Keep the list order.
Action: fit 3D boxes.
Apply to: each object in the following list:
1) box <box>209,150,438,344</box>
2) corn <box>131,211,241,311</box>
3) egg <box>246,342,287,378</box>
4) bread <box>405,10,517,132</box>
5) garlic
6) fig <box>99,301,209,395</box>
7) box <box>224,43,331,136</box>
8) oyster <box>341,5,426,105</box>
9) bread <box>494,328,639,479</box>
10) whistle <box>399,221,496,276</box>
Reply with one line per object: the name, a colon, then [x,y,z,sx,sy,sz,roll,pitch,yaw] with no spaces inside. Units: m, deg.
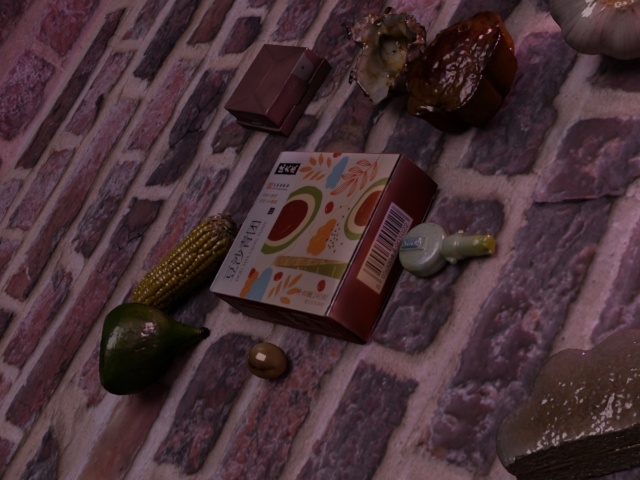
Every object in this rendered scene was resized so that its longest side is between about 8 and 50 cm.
box: [0.000,0.000,1.966,0.385,0.122,0.345,7,66,50]
corn: [-0.301,0.057,2.263,0.318,0.115,0.115,-40,38,20]
egg: [-0.102,0.235,1.928,0.083,0.071,0.071,14,70,33]
bread: [0.273,-0.330,1.935,0.232,0.135,0.247,3,63,48]
garlic: [0.516,-0.434,1.743,0.245,0.245,0.253,-44,-3,11]
fig: [-0.363,0.234,2.166,0.203,0.235,0.203,180,90,-79]
box: [-0.111,-0.374,2.429,0.215,0.086,0.215,20,75,53]
oyster: [0.138,-0.414,2.157,0.198,0.133,0.337,-44,35,14]
bread: [0.397,0.220,1.373,0.337,0.102,0.183,-24,45,31]
whistle: [0.222,0.011,1.772,0.198,0.057,0.104,-6,57,46]
